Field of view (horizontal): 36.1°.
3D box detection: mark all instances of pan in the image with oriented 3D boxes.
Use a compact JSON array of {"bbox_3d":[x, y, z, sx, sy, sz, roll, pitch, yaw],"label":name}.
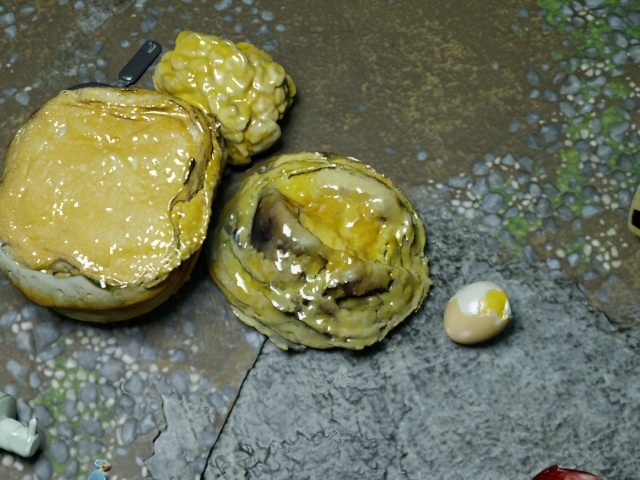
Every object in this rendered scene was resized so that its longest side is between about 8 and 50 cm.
[{"bbox_3d":[-0.298,-0.202,1.374,0.136,0.028,0.235,25,66,15],"label":"pan"}]

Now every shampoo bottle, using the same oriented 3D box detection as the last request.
[{"bbox_3d":[-0.443,0.190,1.139,0.262,0.085,0.085,20,64,12],"label":"shampoo bottle"}]

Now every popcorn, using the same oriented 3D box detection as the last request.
[{"bbox_3d":[-0.121,-0.202,1.307,0.163,0.140,0.194,-37,68,-10],"label":"popcorn"}]

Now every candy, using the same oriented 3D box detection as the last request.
[{"bbox_3d":[-0.253,0.289,1.111,0.030,0.020,0.083,5,60,5],"label":"candy"}]

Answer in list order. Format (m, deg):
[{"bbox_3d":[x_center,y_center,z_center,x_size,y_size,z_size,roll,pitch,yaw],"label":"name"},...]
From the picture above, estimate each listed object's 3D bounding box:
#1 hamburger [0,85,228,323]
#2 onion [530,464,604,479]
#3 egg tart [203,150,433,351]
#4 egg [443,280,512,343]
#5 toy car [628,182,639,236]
[{"bbox_3d":[-0.252,-0.043,1.199,0.318,0.158,0.319,-6,67,14],"label":"hamburger"},{"bbox_3d":[0.259,0.300,1.023,0.131,0.131,0.131,-1,62,2],"label":"onion"},{"bbox_3d":[0.000,0.000,1.203,0.296,0.132,0.297,1,63,-3],"label":"egg tart"},{"bbox_3d":[0.185,0.088,1.170,0.083,0.071,0.071,-31,64,-7],"label":"egg"},{"bbox_3d":[0.478,-0.106,1.235,0.101,0.124,0.257,28,57,16],"label":"toy car"}]
